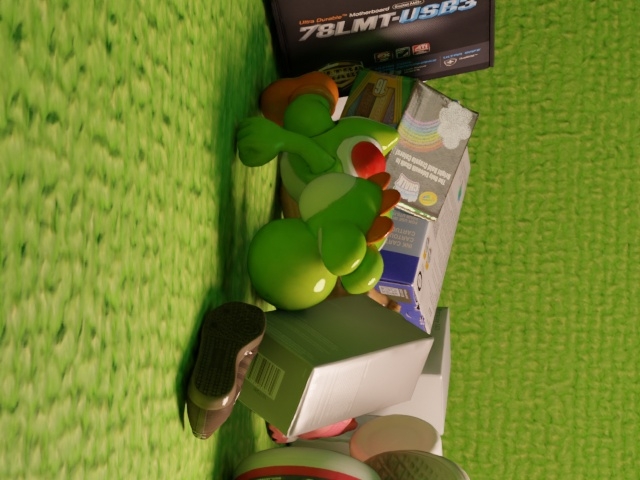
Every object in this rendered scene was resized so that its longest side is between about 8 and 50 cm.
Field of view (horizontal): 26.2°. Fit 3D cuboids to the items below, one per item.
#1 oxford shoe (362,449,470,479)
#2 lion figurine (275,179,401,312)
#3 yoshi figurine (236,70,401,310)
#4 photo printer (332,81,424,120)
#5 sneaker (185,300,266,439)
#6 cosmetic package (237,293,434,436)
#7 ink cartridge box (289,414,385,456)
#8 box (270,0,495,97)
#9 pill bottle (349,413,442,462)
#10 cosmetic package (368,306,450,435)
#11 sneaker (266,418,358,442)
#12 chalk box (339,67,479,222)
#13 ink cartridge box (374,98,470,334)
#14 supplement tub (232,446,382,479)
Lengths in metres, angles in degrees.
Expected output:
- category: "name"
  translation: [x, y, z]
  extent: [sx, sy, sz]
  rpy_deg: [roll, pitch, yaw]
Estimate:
- category: "oxford shoe"
  translation: [0.079, 0.389, 1.813]
  extent: [0.449, 0.130, 0.169]
  rpy_deg: [-40, -144, 51]
- category: "lion figurine"
  translation: [0.000, 0.000, 1.927]
  extent: [0.240, 0.142, 0.392]
  rpy_deg: [37, 29, -47]
- category: "yoshi figurine"
  translation: [-0.022, -0.045, 1.677]
  extent: [0.362, 0.204, 0.203]
  rpy_deg: [-101, -151, -55]
- category: "photo printer"
  translation: [0.126, -0.344, 2.128]
  extent: [0.107, 0.308, 0.256]
  rpy_deg: [39, 43, -34]
- category: "sneaker"
  translation: [-0.110, 0.137, 1.493]
  extent: [0.188, 0.066, 0.071]
  rpy_deg: [-65, 173, -57]
- category: "cosmetic package"
  translation: [0.011, 0.143, 1.644]
  extent: [0.238, 0.127, 0.107]
  rpy_deg: [-3, 118, -50]
- category: "ink cartridge box"
  translation: [0.042, 0.491, 2.225]
  extent: [0.285, 0.166, 0.394]
  rpy_deg: [-10, 102, -82]
- category: "box"
  translation: [0.085, -0.310, 1.847]
  extent: [0.293, 0.296, 0.073]
  rpy_deg: [79, 1, -63]
- category: "pill bottle"
  translation: [0.114, 0.378, 1.984]
  extent: [0.131, 0.131, 0.229]
  rpy_deg: [-73, 161, -60]
- category: "cosmetic package"
  translation: [0.117, 0.227, 2.472]
  extent: [0.224, 0.225, 0.138]
  rpy_deg: [-75, 165, -59]
- category: "sneaker"
  translation: [-0.012, 0.196, 1.870]
  extent: [0.314, 0.136, 0.115]
  rpy_deg: [72, 21, -67]
- category: "chalk box"
  translation: [0.096, -0.109, 1.882]
  extent: [0.132, 0.132, 0.213]
  rpy_deg: [23, 90, -38]
- category: "ink cartridge box"
  translation: [0.128, -0.012, 2.254]
  extent: [0.270, 0.151, 0.395]
  rpy_deg: [66, 35, -65]
- category: "supplement tub"
  translation: [-0.026, 0.399, 1.632]
  extent: [0.191, 0.191, 0.272]
  rpy_deg: [79, 15, -58]
